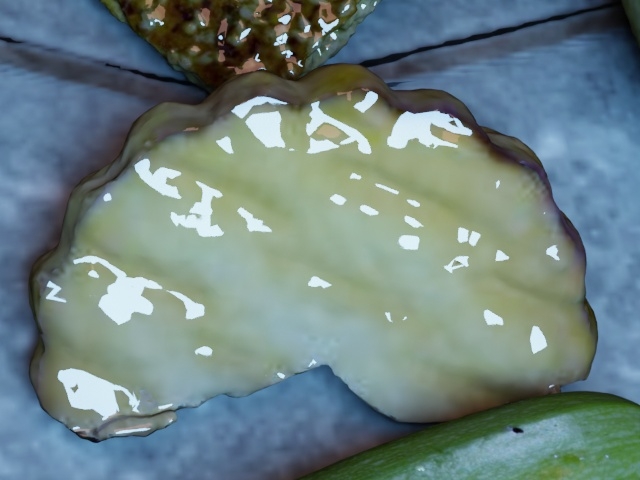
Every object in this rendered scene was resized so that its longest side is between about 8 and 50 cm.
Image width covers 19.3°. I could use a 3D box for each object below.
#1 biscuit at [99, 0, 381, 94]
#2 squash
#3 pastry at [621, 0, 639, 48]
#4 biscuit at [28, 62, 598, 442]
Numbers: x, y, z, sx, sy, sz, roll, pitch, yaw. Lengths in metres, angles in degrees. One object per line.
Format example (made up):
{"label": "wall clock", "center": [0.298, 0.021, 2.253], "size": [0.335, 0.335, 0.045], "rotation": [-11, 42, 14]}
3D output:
{"label": "biscuit", "center": [-0.063, -0.155, 0.659], "size": [0.231, 0.025, 0.131], "rotation": [41, 91, 11]}
{"label": "squash", "center": [0.002, 0.101, 0.549], "size": [0.239, 0.069, 0.069], "rotation": [-20, 70, -16]}
{"label": "pastry", "center": [0.214, -0.092, 0.646], "size": [0.236, 0.121, 0.257], "rotation": [23, 61, 1]}
{"label": "biscuit", "center": [0.000, 0.000, 0.597], "size": [0.183, 0.061, 0.118], "rotation": [2, 106, -9]}
